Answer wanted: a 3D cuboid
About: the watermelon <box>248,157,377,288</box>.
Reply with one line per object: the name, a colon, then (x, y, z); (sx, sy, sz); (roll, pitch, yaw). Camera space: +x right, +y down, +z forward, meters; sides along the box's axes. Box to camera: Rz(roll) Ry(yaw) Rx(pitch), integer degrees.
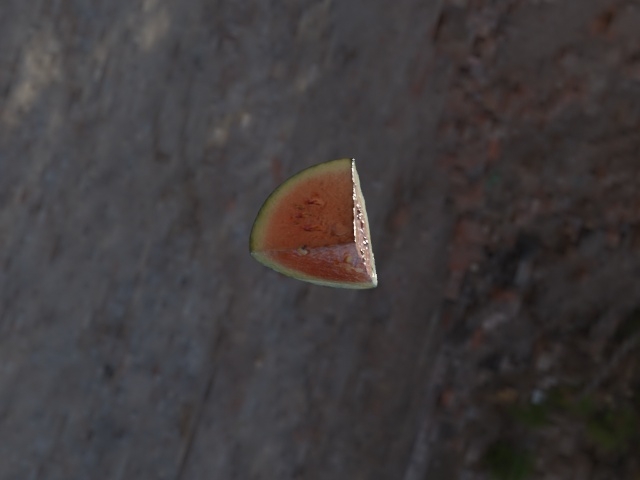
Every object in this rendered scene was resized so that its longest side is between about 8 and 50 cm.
watermelon: (0.000, 0.000, 1.681); (0.135, 0.094, 0.125); (-17, 110, -27)
